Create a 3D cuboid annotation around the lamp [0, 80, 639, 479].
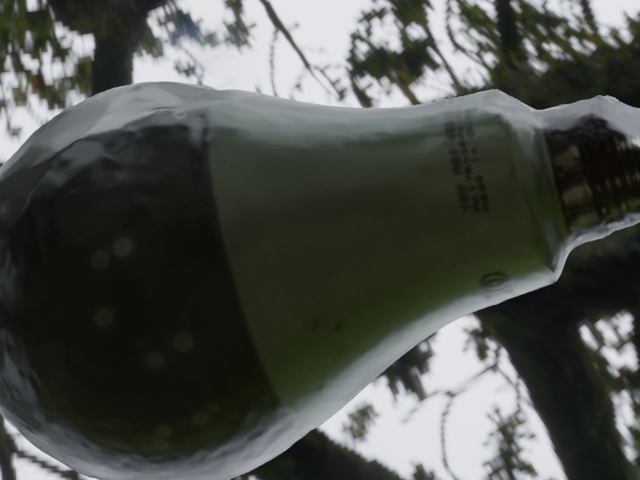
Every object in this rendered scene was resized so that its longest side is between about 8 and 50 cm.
[{"bbox_3d":[-0.011,0.006,0.787,0.314,0.182,0.182,-14,-65,28],"label":"lamp"}]
